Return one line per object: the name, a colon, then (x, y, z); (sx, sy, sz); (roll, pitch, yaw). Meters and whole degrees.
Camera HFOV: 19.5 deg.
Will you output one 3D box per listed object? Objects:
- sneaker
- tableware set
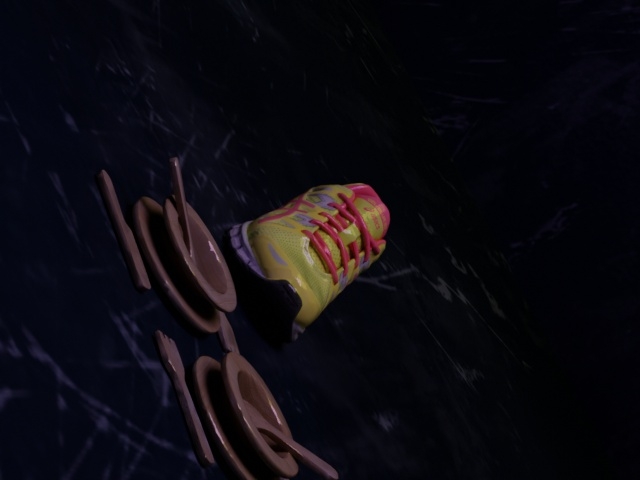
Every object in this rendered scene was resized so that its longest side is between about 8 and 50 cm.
sneaker: (0.000, 0.000, 1.244); (0.081, 0.094, 0.208); (60, 12, -11)
tableware set: (-0.051, 0.051, 1.026); (0.128, 0.039, 0.194); (42, 22, -59)
